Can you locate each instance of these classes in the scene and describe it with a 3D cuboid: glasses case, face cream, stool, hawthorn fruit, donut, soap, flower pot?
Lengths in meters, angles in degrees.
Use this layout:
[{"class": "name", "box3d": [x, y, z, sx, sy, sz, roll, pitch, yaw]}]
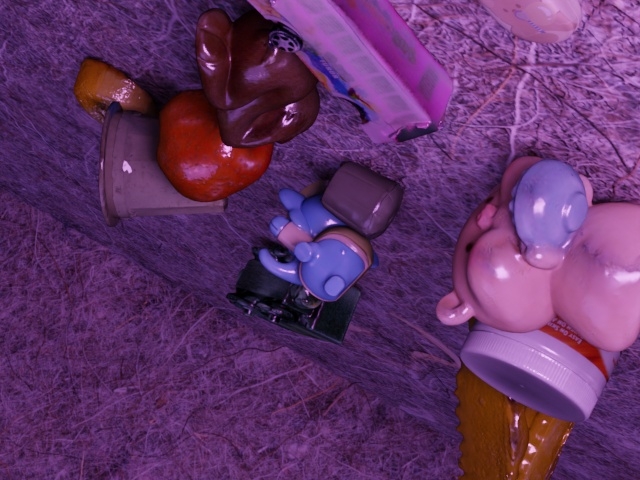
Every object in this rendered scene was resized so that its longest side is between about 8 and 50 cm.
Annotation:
[{"class": "glasses case", "box3d": [0.153, -0.239, 0.886, 0.081, 0.051, 0.204, 16, 159, 49]}, {"class": "face cream", "box3d": [0.324, 0.126, 1.477, 0.201, 0.187, 0.201, 29, 165, 8]}, {"class": "stool", "box3d": [0.061, -0.062, 1.568, 0.110, 0.096, 0.096, 31, 166, 13]}, {"class": "hawthorn fruit", "box3d": [-0.158, -0.148, 1.576, 0.189, 0.189, 0.189, 29, 165, 8]}, {"class": "donut", "box3d": [-0.365, -0.244, 1.862, 0.162, 0.065, 0.178, 27, 164, 14]}, {"class": "soap", "box3d": [0.268, 0.238, 1.659, 0.304, 0.338, 0.169, 38, 162, -29]}, {"class": "flower pot", "box3d": [-0.252, -0.119, 1.751, 0.203, 0.212, 0.212, 4, 165, -3]}]

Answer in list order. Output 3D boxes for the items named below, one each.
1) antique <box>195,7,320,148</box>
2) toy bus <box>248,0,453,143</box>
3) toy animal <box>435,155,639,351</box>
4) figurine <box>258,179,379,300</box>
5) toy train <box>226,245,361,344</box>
[{"class": "antique", "box3d": [-0.065, -0.202, 1.315, 0.143, 0.121, 0.257, 2, 159, 4]}, {"class": "toy bus", "box3d": [0.036, -0.211, 1.140, 0.112, 0.090, 0.274, 4, 152, 43]}, {"class": "toy animal", "box3d": [0.280, 0.020, 1.219, 0.221, 0.210, 0.229, 31, 148, -5]}, {"class": "figurine", "box3d": [0.003, -0.002, 1.654, 0.180, 0.153, 0.262, 15, -160, 7]}, {"class": "toy train", "box3d": [-0.055, 0.117, 2.284, 0.238, 0.167, 0.299, 28, 170, -30]}]
